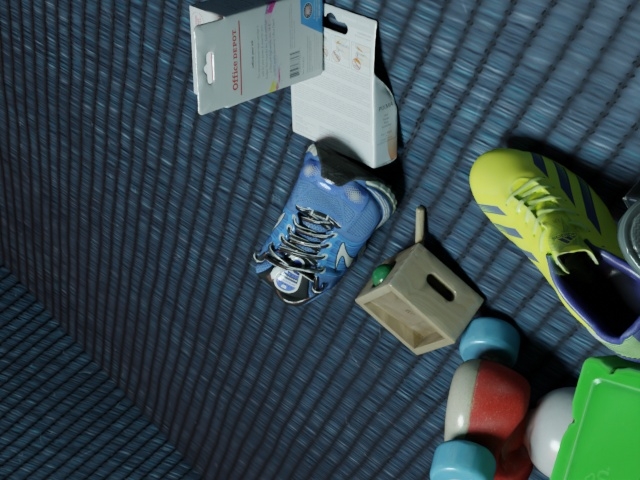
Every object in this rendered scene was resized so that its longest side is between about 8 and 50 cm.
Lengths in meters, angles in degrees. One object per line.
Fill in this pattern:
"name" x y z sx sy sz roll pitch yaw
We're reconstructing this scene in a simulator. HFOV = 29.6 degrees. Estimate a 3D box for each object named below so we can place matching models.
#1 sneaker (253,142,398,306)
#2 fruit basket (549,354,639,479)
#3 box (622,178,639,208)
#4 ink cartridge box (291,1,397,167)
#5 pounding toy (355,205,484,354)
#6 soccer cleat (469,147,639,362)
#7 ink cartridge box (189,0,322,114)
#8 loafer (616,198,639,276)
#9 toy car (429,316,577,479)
"sneaker" 0.000 0.000 1.508 0.129 0.147 0.330 30 157 8
"fruit basket" 0.403 0.306 1.179 0.283 0.392 0.392 13 137 52
"box" 0.386 0.018 1.032 0.175 0.051 0.220 54 158 -24
"ink cartridge box" 0.025 -0.189 1.395 0.145 0.045 0.179 28 129 39
"pounding toy" 0.122 0.052 1.503 0.141 0.100 0.130 42 156 -7
"soccer cleat" 0.234 -0.001 1.147 0.121 0.093 0.289 21 -155 -52
"ink cartridge box" -0.082 -0.214 1.322 0.061 0.181 0.104 27 128 39
"loafer" 0.353 0.069 1.017 0.267 0.096 0.084 50 180 7
"toy car" 0.269 0.240 1.444 0.238 0.219 0.210 8 140 15
